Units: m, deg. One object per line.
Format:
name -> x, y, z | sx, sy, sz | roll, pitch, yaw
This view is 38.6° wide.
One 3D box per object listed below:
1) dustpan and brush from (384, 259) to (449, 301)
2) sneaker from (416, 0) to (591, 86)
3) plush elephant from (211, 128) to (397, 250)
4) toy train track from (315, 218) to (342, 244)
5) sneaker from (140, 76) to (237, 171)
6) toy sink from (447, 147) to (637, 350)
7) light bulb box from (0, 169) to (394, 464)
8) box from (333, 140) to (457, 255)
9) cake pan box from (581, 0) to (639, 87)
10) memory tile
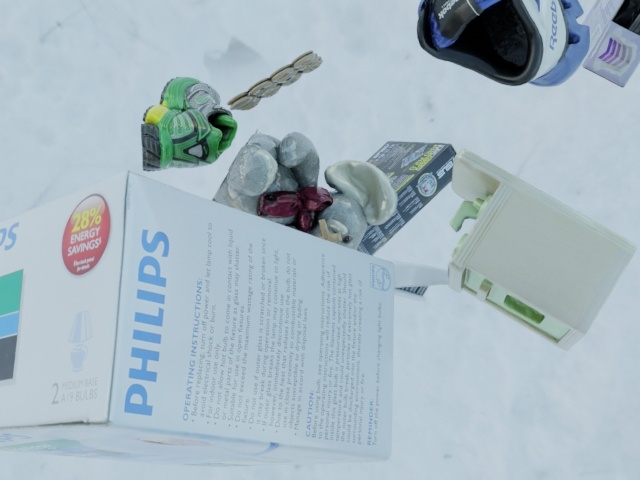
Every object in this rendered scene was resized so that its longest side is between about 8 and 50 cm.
dustpan and brush -> 0.083, 0.060, 1.289 | 0.211, 0.147, 0.060 | 13, 79, -19
sneaker -> 0.149, -0.282, 0.913 | 0.127, 0.182, 0.316 | -32, 92, 35
plush elephant -> -0.038, -0.034, 1.428 | 0.255, 0.330, 0.272 | 32, 118, -6
toy train track -> 0.000, 0.000, 1.091 | 0.014, 0.083, 0.048 | -14, 92, -40
sneaker -> -0.216, -0.196, 1.617 | 0.146, 0.344, 0.134 | 5, 115, 0
toy sink -> 0.232, 0.018, 1.103 | 0.234, 0.153, 0.131 | 32, 82, 13
light bulb box -> -0.167, 0.115, 0.976 | 0.361, 0.357, 0.225 | 19, 66, -43
box -> 0.109, -0.082, 1.724 | 0.270, 0.216, 0.060 | -43, 115, -18
cake pan box -> 0.433, -0.348, 1.206 | 0.070, 0.267, 0.246 | 27, 116, 2
memory tile -> -0.065, -0.232, 1.342 | 0.148, 0.113, 0.012 | -30, 90, 9
